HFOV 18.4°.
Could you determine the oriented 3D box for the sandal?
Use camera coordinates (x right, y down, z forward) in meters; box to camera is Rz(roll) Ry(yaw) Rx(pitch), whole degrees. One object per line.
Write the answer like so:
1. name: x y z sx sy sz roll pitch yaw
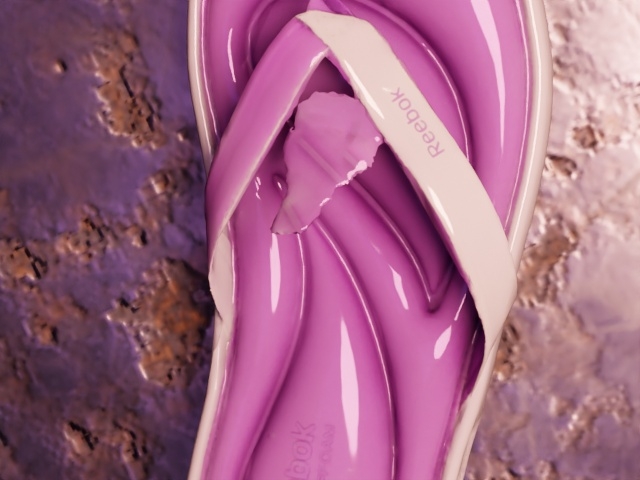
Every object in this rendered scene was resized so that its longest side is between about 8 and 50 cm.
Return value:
1. sandal: 0.016 0.000 0.878 0.169 0.102 0.416 2 97 7
